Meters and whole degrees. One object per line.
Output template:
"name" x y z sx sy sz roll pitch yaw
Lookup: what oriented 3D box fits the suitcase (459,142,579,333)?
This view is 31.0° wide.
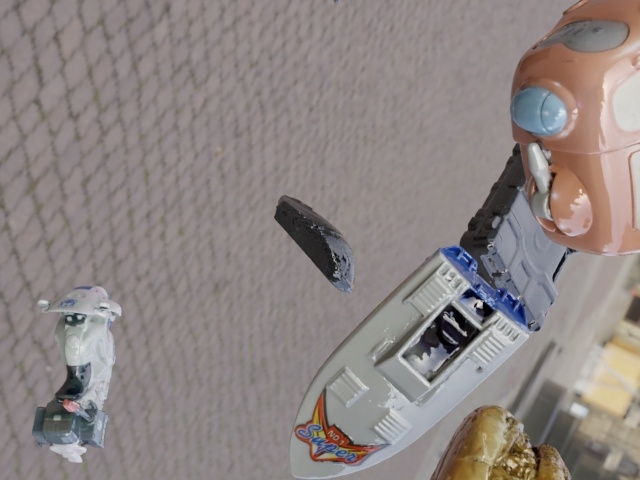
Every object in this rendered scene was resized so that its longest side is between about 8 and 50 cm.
"suitcase" 0.330 -0.016 1.807 0.206 0.066 0.285 56 49 -28

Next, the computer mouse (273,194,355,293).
"computer mouse" 0.000 0.000 2.102 0.073 0.217 0.122 -43 169 2

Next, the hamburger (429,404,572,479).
"hamburger" 0.201 0.330 1.404 0.244 0.163 0.244 -60 180 0

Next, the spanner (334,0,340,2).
"spanner" 0.076 -0.387 1.729 0.254 0.015 0.054 -26 140 -60

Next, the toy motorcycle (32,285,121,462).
"toy motorcycle" -0.291 0.149 1.388 0.150 0.102 0.221 70 24 -65

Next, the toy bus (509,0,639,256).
"toy bus" 0.309 -0.117 1.234 0.232 0.194 0.287 -23 113 -24

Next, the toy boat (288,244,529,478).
"toy boat" 0.070 0.146 1.171 0.295 0.129 0.088 -46 -176 17
